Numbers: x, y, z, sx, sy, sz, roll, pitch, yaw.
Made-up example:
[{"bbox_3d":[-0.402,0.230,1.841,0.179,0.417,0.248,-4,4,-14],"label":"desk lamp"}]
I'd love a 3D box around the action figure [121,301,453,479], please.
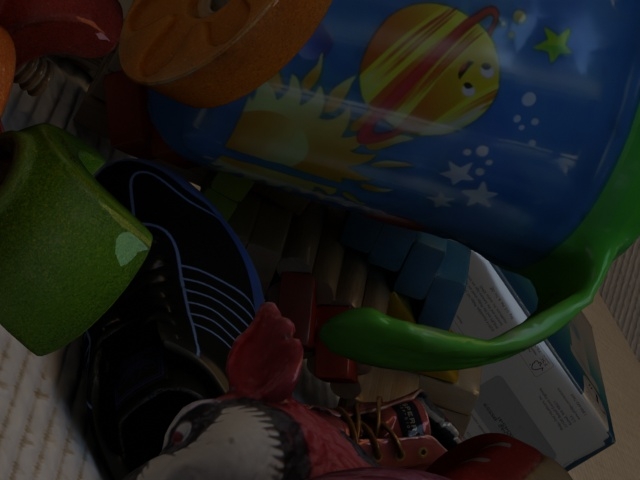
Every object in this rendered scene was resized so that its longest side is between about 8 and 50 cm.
[{"bbox_3d":[0.013,0.165,0.379,0.248,0.276,0.370,35,39,-45],"label":"action figure"}]

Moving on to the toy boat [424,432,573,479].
[{"bbox_3d":[0.031,0.153,0.777,0.151,0.151,0.231,30,7,14],"label":"toy boat"}]

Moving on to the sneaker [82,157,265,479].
[{"bbox_3d":[-0.069,0.046,0.718,0.090,0.081,0.232,46,17,-58],"label":"sneaker"}]

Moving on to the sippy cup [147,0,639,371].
[{"bbox_3d":[0.039,-0.107,0.783,0.224,0.240,0.305,7,34,-20],"label":"sippy cup"}]

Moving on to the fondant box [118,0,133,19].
[{"bbox_3d":[-0.077,-0.279,1.180,0.238,0.096,0.330,55,33,-8],"label":"fondant box"}]

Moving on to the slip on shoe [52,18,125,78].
[{"bbox_3d":[-0.139,-0.128,0.950,0.135,0.041,0.051,40,22,-53],"label":"slip on shoe"}]

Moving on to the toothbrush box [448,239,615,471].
[{"bbox_3d":[0.123,0.058,1.289,0.216,0.126,0.295,55,14,-9],"label":"toothbrush box"}]

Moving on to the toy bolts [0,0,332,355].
[{"bbox_3d":[-0.133,-0.105,0.628,0.158,0.218,0.228,41,2,-34],"label":"toy bolts"}]

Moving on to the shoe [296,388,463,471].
[{"bbox_3d":[0.019,0.109,0.887,0.178,0.081,0.063,38,23,-56],"label":"shoe"}]

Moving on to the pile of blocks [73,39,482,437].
[{"bbox_3d":[0.000,0.000,0.929,0.362,0.149,0.112,50,29,-24],"label":"pile of blocks"}]
